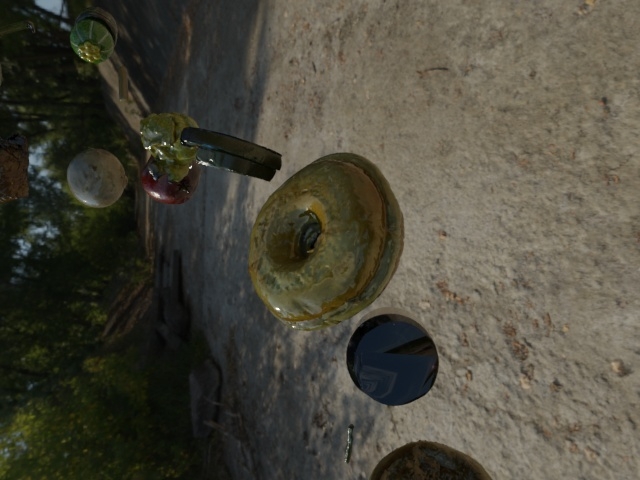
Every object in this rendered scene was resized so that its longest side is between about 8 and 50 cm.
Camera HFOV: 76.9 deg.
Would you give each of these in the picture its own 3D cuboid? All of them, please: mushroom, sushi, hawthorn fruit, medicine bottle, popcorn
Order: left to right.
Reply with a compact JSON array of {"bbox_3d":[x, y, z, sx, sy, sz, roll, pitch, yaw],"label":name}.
[{"bbox_3d":[-0.713,-0.139,0.844,0.149,0.286,0.140,-73,-31,-64],"label":"sushi"},{"bbox_3d":[-0.775,-0.220,1.445,0.215,0.207,0.208,-12,-77,-77],"label":"mushroom"},{"bbox_3d":[-0.560,-0.235,1.537,0.230,0.210,0.266,-47,43,-1],"label":"hawthorn fruit"},{"bbox_3d":[-0.416,-0.267,1.156,0.174,0.168,0.195,-86,-6,-59],"label":"popcorn"},{"bbox_3d":[0.196,0.304,1.180,0.395,0.242,0.243,-4,-88,-86],"label":"medicine bottle"}]

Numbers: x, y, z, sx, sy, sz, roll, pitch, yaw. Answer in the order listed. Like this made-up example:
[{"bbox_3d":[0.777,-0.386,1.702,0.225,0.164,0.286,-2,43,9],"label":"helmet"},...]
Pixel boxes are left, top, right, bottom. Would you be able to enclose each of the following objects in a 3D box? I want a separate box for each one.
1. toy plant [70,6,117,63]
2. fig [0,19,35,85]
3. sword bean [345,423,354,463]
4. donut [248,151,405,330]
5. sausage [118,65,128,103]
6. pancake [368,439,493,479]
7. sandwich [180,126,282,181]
[{"bbox_3d":[-0.521,-0.469,0.930,0.093,0.092,0.163,116,148,-43],"label":"toy plant"},{"bbox_3d":[-0.796,-0.447,0.940,0.259,0.151,0.151,-56,28,-6],"label":"fig"},{"bbox_3d":[0.052,0.360,0.714,0.012,0.012,0.083,-143,52,-58],"label":"sword bean"},{"bbox_3d":[0.000,0.000,0.982,0.448,0.198,0.450,-14,69,38],"label":"donut"},{"bbox_3d":[-0.530,-0.422,1.085,0.024,0.024,0.133,-53,46,51],"label":"sausage"},{"bbox_3d":[0.323,0.741,1.118,0.382,0.382,0.071,-126,20,-48],"label":"pancake"},{"bbox_3d":[-0.224,-0.203,0.974,0.159,0.235,0.079,14,92,46],"label":"sandwich"}]
